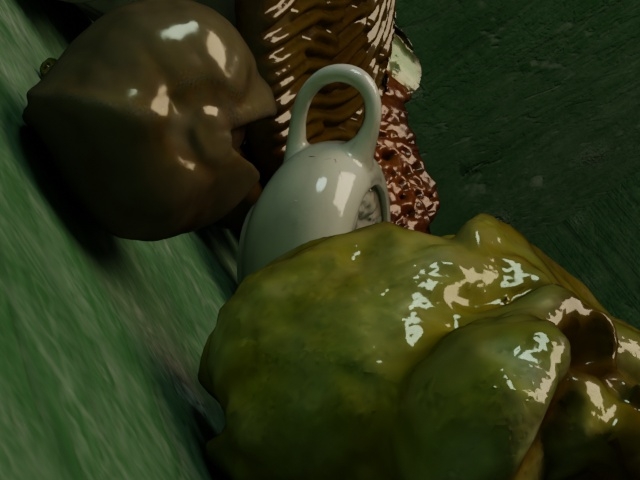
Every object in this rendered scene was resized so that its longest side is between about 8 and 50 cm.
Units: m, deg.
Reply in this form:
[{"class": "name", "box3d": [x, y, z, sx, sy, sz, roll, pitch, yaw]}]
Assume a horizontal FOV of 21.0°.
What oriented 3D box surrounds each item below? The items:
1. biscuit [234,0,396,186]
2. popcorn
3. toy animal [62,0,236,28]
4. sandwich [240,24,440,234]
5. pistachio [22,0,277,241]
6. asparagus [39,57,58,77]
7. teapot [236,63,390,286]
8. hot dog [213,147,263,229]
[{"class": "biscuit", "box3d": [0.007, -0.174, 1.206, 0.318, 0.040, 0.318, 5, 90, -75]}, {"class": "popcorn", "box3d": [0.070, 0.083, 0.704, 0.233, 0.192, 0.266, 51, -14, 0]}, {"class": "toy animal", "box3d": [-0.129, -0.232, 1.136, 0.258, 0.194, 0.357, 67, 12, 9]}, {"class": "sandwich", "box3d": [-0.020, -0.067, 1.410, 0.250, 0.162, 0.301, 9, 57, -43]}, {"class": "pistachio", "box3d": [-0.076, -0.052, 0.761, 0.113, 0.113, 0.149, 56, -12, -9]}, {"class": "asparagus", "box3d": [-0.127, -0.080, 0.965, 0.016, 0.016, 0.163, 38, 1, 8]}, {"class": "teapot", "box3d": [0.000, 0.000, 1.098, 0.145, 0.092, 0.226, -42, 136, -68]}, {"class": "hot dog", "box3d": [-0.082, -0.059, 1.123, 0.090, 0.060, 0.140, 57, -7, 34]}]
